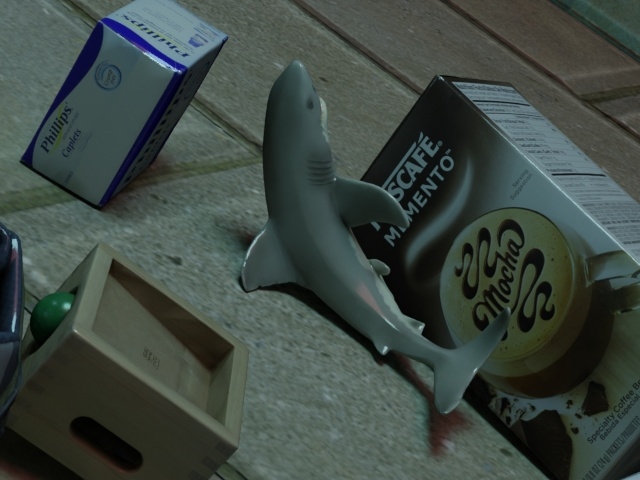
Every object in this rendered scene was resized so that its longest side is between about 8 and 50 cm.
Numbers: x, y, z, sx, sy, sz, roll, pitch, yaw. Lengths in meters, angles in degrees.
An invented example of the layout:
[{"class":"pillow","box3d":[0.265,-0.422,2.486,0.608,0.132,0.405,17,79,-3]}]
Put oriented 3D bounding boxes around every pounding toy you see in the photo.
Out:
[{"class":"pounding toy","box3d":[-0.127,0.075,0.938,0.141,0.100,0.130,37,20,-15]}]

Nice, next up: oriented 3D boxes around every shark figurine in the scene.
[{"class":"shark figurine","box3d":[0.006,0.027,1.234,0.116,0.166,0.278,-25,74,-35]}]

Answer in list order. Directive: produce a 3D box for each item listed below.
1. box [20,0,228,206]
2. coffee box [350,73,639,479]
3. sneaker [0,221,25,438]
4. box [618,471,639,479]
[{"class":"box","box3d":[-0.143,-0.107,1.244,0.072,0.126,0.137,33,22,1]},{"class":"coffee box","box3d":[0.167,0.030,1.273,0.297,0.168,0.119,46,25,24]},{"class":"sneaker","box3d":[-0.207,0.020,0.886,0.111,0.121,0.300,17,26,-33]},{"class":"box","box3d":[0.226,0.260,0.934,0.262,0.127,0.231,42,23,25]}]
